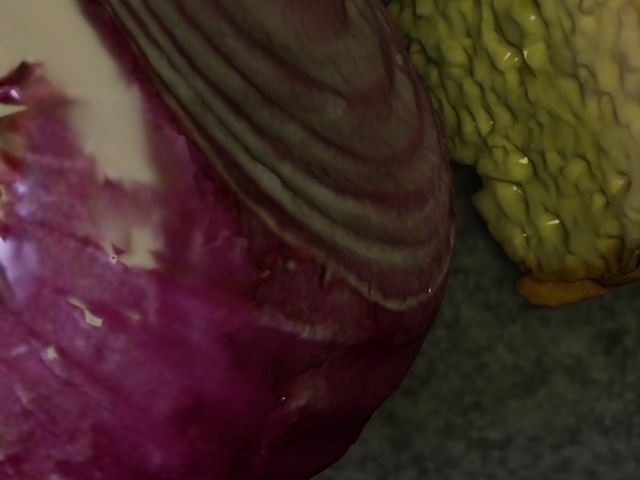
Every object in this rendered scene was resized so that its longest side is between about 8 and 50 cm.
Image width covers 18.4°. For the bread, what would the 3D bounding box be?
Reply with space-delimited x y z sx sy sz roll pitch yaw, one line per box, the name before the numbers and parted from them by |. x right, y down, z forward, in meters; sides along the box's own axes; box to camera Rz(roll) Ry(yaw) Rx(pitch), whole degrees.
bread | 0.118 -0.089 0.584 0.139 0.229 0.143 -31 81 -26

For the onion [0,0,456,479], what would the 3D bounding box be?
onion | -0.100 -0.018 0.551 0.272 0.256 0.230 -26 107 -42
